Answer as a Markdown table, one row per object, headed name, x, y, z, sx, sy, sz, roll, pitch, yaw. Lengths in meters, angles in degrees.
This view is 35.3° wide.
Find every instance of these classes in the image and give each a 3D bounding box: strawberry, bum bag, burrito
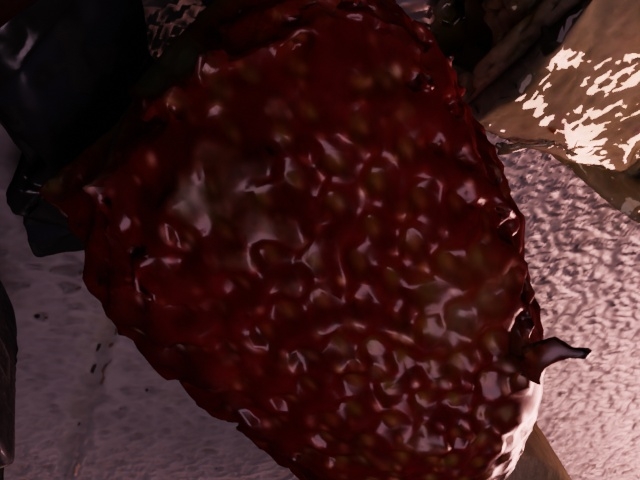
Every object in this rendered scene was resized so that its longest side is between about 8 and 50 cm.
| name | x | y | z | sx | sy | sz | roll | pitch | yaw |
| --- | --- | --- | --- | --- | --- | --- | --- | --- | --- |
| strawberry | 0.023 | 0.003 | 0.632 | 0.343 | 0.292 | 0.292 | 42 | 108 | 5 |
| bum bag | -0.168 | -0.094 | 0.687 | 0.137 | 0.074 | 0.310 | -27 | 139 | -17 |
| burrito | 0.241 | -0.127 | 0.800 | 0.332 | 0.135 | 0.190 | 19 | 125 | -37 |

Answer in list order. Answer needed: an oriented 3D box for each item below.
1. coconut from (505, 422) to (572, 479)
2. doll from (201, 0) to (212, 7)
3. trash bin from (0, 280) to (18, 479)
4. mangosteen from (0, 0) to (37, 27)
| name | x | y | z | sx | sy | sz | roll | pitch | yaw |
| --- | --- | --- | --- | --- | --- | --- | --- | --- | --- |
| coconut | 0.131 | 0.266 | 0.974 | 0.237 | 0.266 | 0.237 | -7 | 129 | -8 |
| doll | -0.046 | -0.204 | 0.674 | 0.115 | 0.050 | 0.190 | -42 | 135 | 2 |
| trash bin | -0.392 | 0.102 | 0.616 | 0.368 | 0.296 | 0.255 | -14 | 131 | -5 |
| mangosteen | -0.231 | -0.249 | 0.306 | 0.381 | 0.381 | 0.421 | -20 | 101 | -8 |
